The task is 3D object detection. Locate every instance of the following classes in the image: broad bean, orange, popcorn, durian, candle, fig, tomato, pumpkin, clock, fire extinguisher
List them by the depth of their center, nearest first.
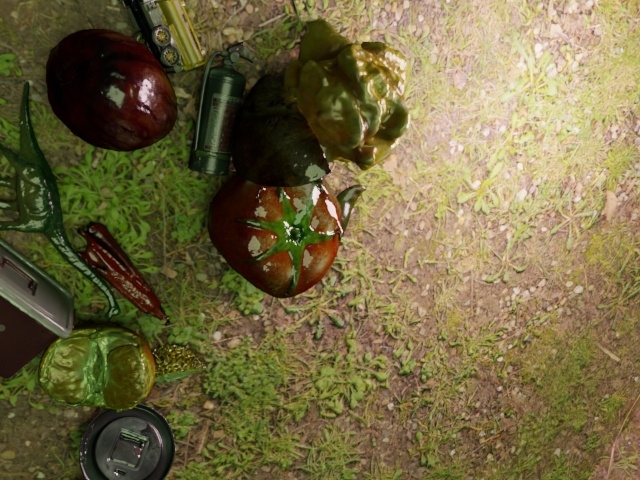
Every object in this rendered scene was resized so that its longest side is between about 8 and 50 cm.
[{"bbox_3d":[-0.391,-0.280,1.226,0.224,0.224,0.263,-51,126,-2],"label":"fig"},{"bbox_3d":[-0.119,-0.222,1.284,0.148,0.312,0.169,-31,125,-18],"label":"pumpkin"},{"bbox_3d":[-0.214,-0.289,1.368,0.118,0.093,0.294,2,106,-43],"label":"fire extinguisher"},{"bbox_3d":[0.074,-0.314,1.379,0.325,0.290,0.321,-19,113,-18],"label":"popcorn"},{"bbox_3d":[-0.478,0.267,1.390,0.237,0.158,0.179,6,103,-12],"label":"orange"},{"bbox_3d":[-0.427,0.082,1.413,0.084,0.059,0.302,-34,117,6],"label":"candle"},{"bbox_3d":[-0.107,-0.029,1.422,0.303,0.239,0.303,-5,99,-30],"label":"tomato"},{"bbox_3d":[-0.445,0.485,1.475,0.215,0.042,0.215,13,60,-23],"label":"clock"},{"bbox_3d":[-0.371,0.308,1.506,0.215,0.086,0.100,-10,124,-23],"label":"durian"},{"bbox_3d":[0.000,0.000,1.578,0.077,0.061,0.339,39,88,-18],"label":"broad bean"}]

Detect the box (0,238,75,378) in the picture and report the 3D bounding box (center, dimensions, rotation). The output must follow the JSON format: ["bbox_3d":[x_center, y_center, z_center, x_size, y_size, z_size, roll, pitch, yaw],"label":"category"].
[{"bbox_3d":[-0.648,0.119,1.259,0.167,0.193,0.294,-41,118,3],"label":"box"}]

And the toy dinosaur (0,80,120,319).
[{"bbox_3d":[-0.517,-0.071,1.290,0.301,0.087,0.447,11,96,-18],"label":"toy dinosaur"}]

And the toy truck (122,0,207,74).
[{"bbox_3d":[-0.316,-0.437,1.270,0.114,0.098,0.227,-40,122,-31],"label":"toy truck"}]
